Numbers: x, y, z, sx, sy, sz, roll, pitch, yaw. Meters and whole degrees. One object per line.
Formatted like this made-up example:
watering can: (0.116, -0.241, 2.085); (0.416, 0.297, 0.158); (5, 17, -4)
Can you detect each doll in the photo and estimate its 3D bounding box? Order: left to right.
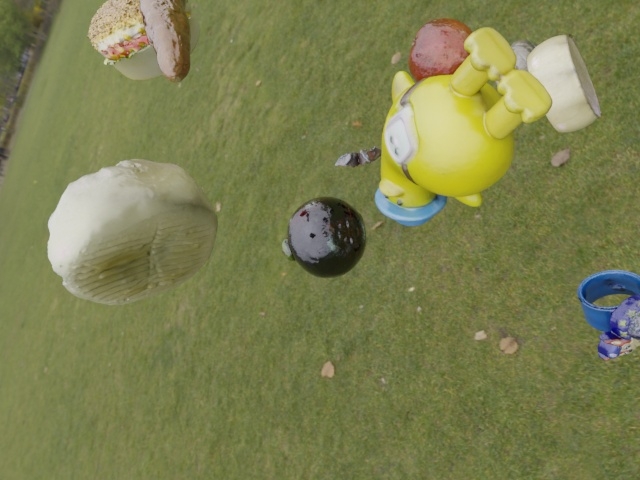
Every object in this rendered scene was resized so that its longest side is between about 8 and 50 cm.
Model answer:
doll: (0.150, -0.125, 0.560); (0.199, 0.145, 0.363); (59, 164, 7)

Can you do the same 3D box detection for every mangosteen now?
mangosteen: (0.010, -0.006, 1.070); (0.216, 0.216, 0.215); (-21, 60, 43)

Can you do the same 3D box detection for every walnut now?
walnut: (0.791, -0.662, 1.617); (0.224, 0.224, 0.223); (-21, 60, 43)

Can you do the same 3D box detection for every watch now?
watch: (0.828, 0.190, 1.160); (0.196, 0.171, 0.200); (-20, 28, 4)

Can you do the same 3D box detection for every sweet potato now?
sweet potato: (-0.322, -0.456, 0.856); (0.095, 0.106, 0.354); (-31, 50, 23)

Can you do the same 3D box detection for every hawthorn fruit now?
hawthorn fruit: (0.402, -0.564, 1.288); (0.254, 0.205, 0.204); (22, 94, 7)

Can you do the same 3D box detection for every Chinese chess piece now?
Chinese chess piece: (0.694, -0.442, 1.175); (0.112, 0.270, 0.269); (-21, 60, 42)

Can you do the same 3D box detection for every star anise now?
star anise: (0.143, -0.325, 1.624); (0.172, 0.208, 0.063); (-4, 108, 30)

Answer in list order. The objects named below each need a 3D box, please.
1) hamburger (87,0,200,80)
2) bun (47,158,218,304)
hamburger: (-0.458, -0.558, 1.074); (0.276, 0.179, 0.294); (-31, 51, 0)
bun: (-0.231, -0.014, 0.500); (0.128, 0.193, 0.178); (46, 131, 22)
